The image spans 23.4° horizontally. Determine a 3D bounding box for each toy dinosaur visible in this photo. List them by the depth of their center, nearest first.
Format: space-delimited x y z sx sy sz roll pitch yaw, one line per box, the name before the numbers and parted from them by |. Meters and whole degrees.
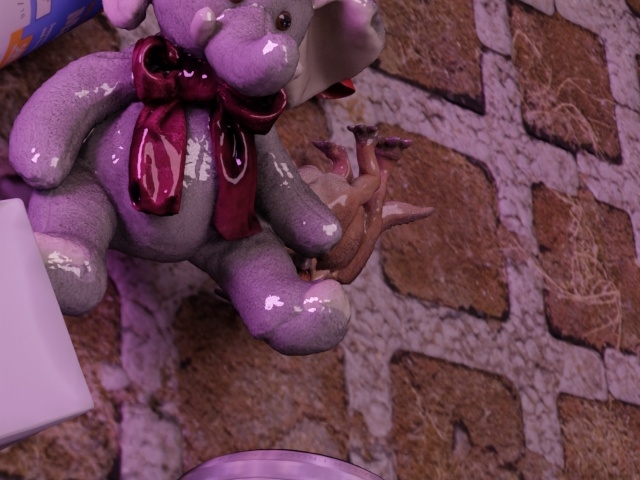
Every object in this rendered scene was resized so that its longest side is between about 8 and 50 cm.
toy dinosaur | 0.000 0.000 1.379 0.296 0.127 0.200 13 81 -63

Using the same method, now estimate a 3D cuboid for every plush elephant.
plush elephant | -0.082 -0.109 1.151 0.272 0.255 0.330 15 31 -25

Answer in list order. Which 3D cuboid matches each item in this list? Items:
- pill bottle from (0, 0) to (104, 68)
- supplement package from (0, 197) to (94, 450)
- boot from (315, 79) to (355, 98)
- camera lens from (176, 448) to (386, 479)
pill bottle | -0.230 -0.241 1.245 0.152 0.152 0.272 57 43 -7
supplement package | -0.294 0.088 0.980 0.194 0.203 0.149 -14 80 -47
boot | 0.009 -0.239 1.534 0.244 0.088 0.176 -41 101 -39
camera lens | -0.033 0.305 1.103 0.219 0.219 0.274 36 42 -27
